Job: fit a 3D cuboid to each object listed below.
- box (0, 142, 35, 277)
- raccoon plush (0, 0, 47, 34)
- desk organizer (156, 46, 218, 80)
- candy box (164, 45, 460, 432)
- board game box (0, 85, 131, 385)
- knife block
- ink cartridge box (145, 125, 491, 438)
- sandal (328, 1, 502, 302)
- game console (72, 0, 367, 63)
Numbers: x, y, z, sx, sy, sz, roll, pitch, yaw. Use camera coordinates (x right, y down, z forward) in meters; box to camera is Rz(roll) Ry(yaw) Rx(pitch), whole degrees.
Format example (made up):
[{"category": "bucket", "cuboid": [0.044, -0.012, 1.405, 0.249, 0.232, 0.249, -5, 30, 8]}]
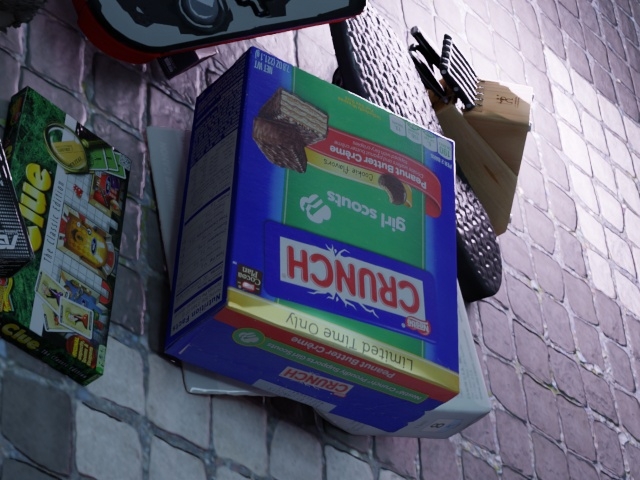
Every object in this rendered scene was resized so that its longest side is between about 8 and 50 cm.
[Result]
[{"category": "box", "cuboid": [-0.338, -0.058, 1.212, 0.190, 0.045, 0.184, 3, 59, -46]}, {"category": "raccoon plush", "cuboid": [-0.271, -0.413, 1.395, 0.299, 0.216, 0.446, 47, 55, -30]}, {"category": "desk organizer", "cuboid": [-0.169, -0.245, 1.640, 0.130, 0.047, 0.050, 60, 28, -1]}, {"category": "candy box", "cuboid": [0.000, 0.000, 1.515, 0.268, 0.122, 0.317, 22, 52, -26]}, {"category": "board game box", "cuboid": [-0.238, -0.009, 1.359, 0.136, 0.030, 0.260, 34, 39, -33]}, {"category": "knife block", "cuboid": [0.156, -0.148, 2.026, 0.088, 0.242, 0.276, -76, 173, -48]}, {"category": "ink cartridge box", "cuboid": [-0.016, 0.051, 1.621, 0.385, 0.091, 0.308, 7, 58, -34]}, {"category": "sandal", "cuboid": [0.093, -0.098, 1.874, 0.446, 0.107, 0.167, 61, 27, -25]}, {"category": "game console", "cuboid": [-0.147, -0.383, 1.579, 0.342, 0.060, 0.387, -18, 82, -32]}]
